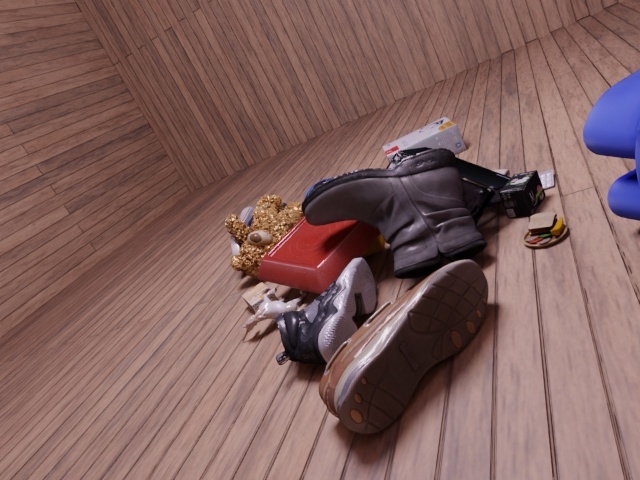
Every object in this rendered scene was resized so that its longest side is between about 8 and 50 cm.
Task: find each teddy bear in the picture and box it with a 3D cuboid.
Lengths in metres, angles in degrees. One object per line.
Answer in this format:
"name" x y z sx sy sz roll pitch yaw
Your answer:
"teddy bear" -0.143 -0.036 1.469 0.338 0.245 0.113 -43 -20 -48

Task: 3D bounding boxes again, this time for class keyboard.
"keyboard" 0.391 -0.102 1.147 0.255 0.014 0.072 -17 21 31

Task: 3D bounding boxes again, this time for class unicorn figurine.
"unicorn figurine" -0.097 0.150 1.096 0.161 0.060 0.111 -17 21 31

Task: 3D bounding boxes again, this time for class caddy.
"caddy" 0.553 -0.156 0.706 0.341 0.242 0.179 -31 14 -7

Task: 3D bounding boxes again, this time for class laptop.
"laptop" 0.256 -0.093 1.097 0.234 0.136 0.265 27 80 29

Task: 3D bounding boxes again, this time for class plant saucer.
"plant saucer" 0.000 0.000 1.145 0.258 0.048 0.259 6 45 50

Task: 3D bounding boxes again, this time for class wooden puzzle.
"wooden puzzle" 0.328 -0.046 1.089 0.116 0.014 0.078 -28 23 0

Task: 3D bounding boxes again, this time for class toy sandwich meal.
"toy sandwich meal" 0.393 -0.020 0.897 0.085 0.029 0.086 -25 19 9

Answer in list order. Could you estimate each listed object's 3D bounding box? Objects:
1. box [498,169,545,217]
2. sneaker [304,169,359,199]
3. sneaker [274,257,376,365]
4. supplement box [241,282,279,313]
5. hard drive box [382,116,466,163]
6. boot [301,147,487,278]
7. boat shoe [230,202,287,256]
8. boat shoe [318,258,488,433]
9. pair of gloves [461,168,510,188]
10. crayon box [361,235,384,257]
"box" 0.407 -0.093 1.022 0.052 0.062 0.083 -6 28 49
"sneaker" 0.048 -0.176 1.725 0.232 0.082 0.090 -23 12 10
"sneaker" 0.006 0.128 0.938 0.152 0.101 0.269 -15 25 28
"supplement box" -0.146 0.141 1.227 0.062 0.036 0.098 -34 20 -15
"hard drive box" 0.329 -0.299 1.641 0.232 0.089 0.181 -25 18 10
"boot" 0.128 -0.027 0.983 0.337 0.223 0.118 -18 -20 21
"boat shoe" -0.178 -0.028 1.598 0.157 0.127 0.341 -11 29 6
"boat shoe" 0.120 0.133 0.746 0.324 0.123 0.116 -35 18 -26
"pair of gloves" 0.302 -0.111 1.209 0.240 0.042 0.204 -36 20 -21
"crayon box" 0.062 -0.025 1.290 0.202 0.081 0.319 -20 22 22
